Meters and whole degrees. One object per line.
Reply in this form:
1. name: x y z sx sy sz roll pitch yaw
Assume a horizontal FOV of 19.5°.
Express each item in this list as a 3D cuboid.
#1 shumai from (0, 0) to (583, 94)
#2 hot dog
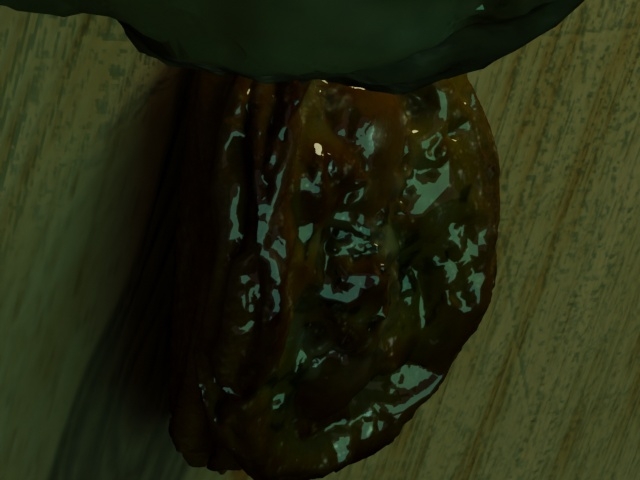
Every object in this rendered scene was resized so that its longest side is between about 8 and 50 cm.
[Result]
1. shumai: -0.078 -0.226 0.593 0.348 0.395 0.395 -1 118 -24
2. hot dog: 0.000 0.000 0.956 0.196 0.122 0.272 -17 128 -39
